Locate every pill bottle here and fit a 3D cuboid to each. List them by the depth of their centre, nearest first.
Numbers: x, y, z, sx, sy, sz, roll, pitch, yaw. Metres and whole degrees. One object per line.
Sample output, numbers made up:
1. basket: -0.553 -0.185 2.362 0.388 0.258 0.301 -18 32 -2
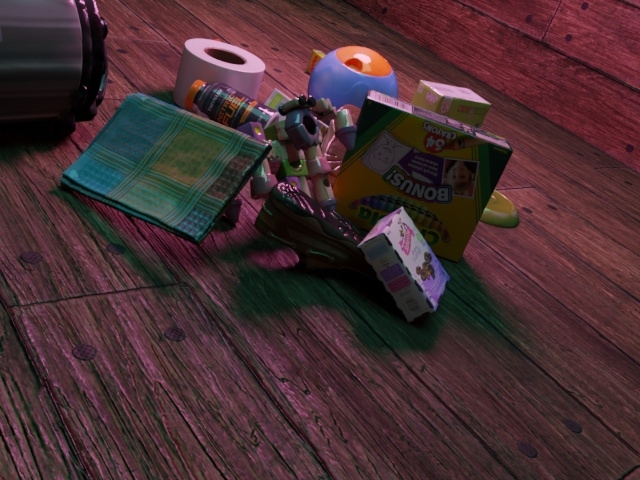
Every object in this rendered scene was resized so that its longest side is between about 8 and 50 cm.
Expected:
1. pill bottle: -0.248 -0.348 1.838 0.246 0.130 0.130 28 29 5

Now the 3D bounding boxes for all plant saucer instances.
1. plant saucer: 0.503 -0.120 2.050 0.241 0.037 0.241 16 29 -9

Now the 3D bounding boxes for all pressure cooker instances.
1. pressure cooker: -0.673 -0.435 1.476 0.420 0.370 0.375 -16 49 -43

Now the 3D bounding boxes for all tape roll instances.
1. tape roll: -0.303 -0.475 1.995 0.246 0.169 0.246 16 28 -9

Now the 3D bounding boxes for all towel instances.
1. towel: -0.319 -0.159 1.364 0.370 0.040 0.271 23 66 23

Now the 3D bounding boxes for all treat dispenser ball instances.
1. treat dispenser ball: 0.103 -0.469 2.125 0.288 0.288 0.288 16 29 -9

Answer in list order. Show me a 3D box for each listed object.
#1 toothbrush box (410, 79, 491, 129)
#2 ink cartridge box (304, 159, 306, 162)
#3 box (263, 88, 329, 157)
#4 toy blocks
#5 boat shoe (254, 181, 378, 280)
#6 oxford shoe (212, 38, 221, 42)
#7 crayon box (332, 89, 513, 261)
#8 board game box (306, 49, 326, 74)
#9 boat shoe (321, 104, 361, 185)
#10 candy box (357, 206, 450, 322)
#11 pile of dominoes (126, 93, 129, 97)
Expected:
1. toothbrush box: 0.359 -0.327 2.055 0.206 0.283 0.122 0 34 -33
2. ink cartridge box: -0.074 -0.216 1.845 0.048 0.028 0.083 35 31 23
3. box: -0.074 -0.329 1.922 0.203 0.114 0.103 42 10 33
4. toy blocks: -0.050 -0.137 1.501 0.289 0.309 0.260 -8 81 -54
5. boat shoe: 0.000 0.000 1.420 0.324 0.120 0.122 33 19 -26
6. oxford shoe: -0.365 -0.615 2.305 0.098 0.097 0.271 -13 35 -16
7. crayon box: 0.230 -0.153 1.635 0.363 0.313 0.106 19 25 -2
8. board game box: 0.014 -0.666 2.617 0.043 0.092 0.181 -1 35 -32
9. boat shoe: 0.052 -0.259 1.842 0.109 0.098 0.302 28 49 -11
10. candy box: 0.180 0.047 1.413 0.196 0.070 0.165 55 30 -7
11. pile of dominoes: -0.401 -0.306 1.802 0.251 0.040 0.196 15 27 -29
